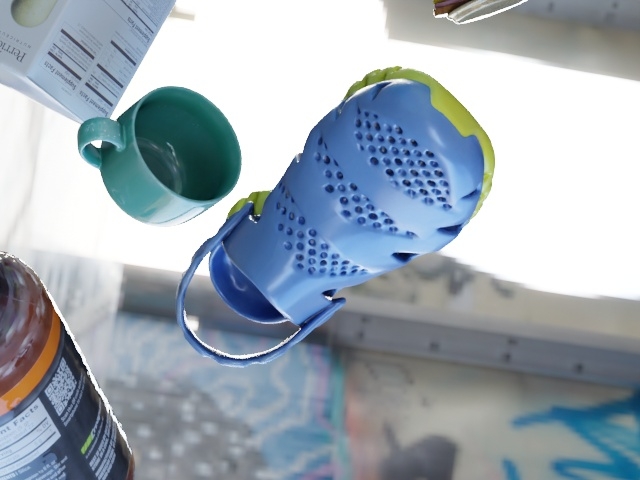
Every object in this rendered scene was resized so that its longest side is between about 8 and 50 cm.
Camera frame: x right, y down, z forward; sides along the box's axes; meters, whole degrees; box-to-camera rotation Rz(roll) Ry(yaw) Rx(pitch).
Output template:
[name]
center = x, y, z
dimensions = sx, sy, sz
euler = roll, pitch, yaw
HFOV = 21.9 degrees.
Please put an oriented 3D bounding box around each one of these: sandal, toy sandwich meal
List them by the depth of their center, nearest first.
[sandal]
center = 0.000, 0.000, 1.114
dimensions = 0.138, 0.126, 0.317
euler = -46, -179, -39
[toy sandwich meal]
center = 0.127, -0.189, 1.255
dimensions = 0.085, 0.085, 0.029
euler = 152, -82, -81

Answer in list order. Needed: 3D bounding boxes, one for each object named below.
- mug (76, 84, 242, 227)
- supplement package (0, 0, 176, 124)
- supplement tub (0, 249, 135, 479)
[mug]
center = -0.168, -0.087, 1.667
dimensions = 0.097, 0.158, 0.129
euler = -31, -158, 47
[supplement package]
center = -0.275, -0.287, 1.699
dimensions = 0.263, 0.199, 0.198
euler = -61, 161, -5
[supplement tub]
center = -0.170, 0.075, 0.834
dimensions = 0.198, 0.106, 0.106
euler = 71, 15, -46
